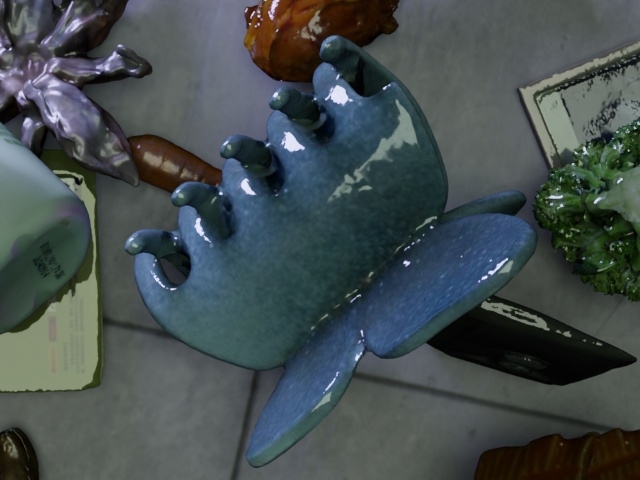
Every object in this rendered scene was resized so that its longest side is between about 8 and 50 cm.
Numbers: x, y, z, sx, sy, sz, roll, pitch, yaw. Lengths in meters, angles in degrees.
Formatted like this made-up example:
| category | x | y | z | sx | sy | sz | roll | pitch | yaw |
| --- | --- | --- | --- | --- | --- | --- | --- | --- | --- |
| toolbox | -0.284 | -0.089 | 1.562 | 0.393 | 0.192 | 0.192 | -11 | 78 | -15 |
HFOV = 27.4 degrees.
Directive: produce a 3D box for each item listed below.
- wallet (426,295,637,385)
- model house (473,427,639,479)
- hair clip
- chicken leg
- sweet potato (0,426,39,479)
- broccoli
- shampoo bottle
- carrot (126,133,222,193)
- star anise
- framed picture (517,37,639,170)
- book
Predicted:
| category | x | y | z | sx | sy | sz | roll | pitch | yaw |
| --- | --- | --- | --- | --- | --- | --- | --- | --- | --- |
| wallet | 0.183 | 0.095 | 1.228 | 0.168 | 0.245 | 0.052 | 22 | 81 | -3 |
| model house | 0.226 | 0.288 | 1.233 | 0.199 | 0.229 | 0.220 | -3 | 88 | 11 |
| hair clip | 0.000 | 0.000 | 1.181 | 0.318 | 0.392 | 0.238 | -43 | 91 | 12 |
| chicken leg | 0.061 | -0.257 | 1.307 | 0.304 | 0.093 | 0.113 | -30 | 81 | -10 |
| sweet potato | -0.262 | 0.294 | 1.274 | 0.081 | 0.062 | 0.233 | -35 | 89 | -21 |
| broccoli | 0.310 | -0.031 | 1.279 | 0.195 | 0.156 | 0.195 | -7 | 72 | 23 |
| shampoo bottle | -0.371 | -0.083 | 1.175 | 0.151 | 0.222 | 0.349 | -43 | 76 | -15 |
| carrot | -0.096 | -0.051 | 1.307 | 0.216 | 0.048 | 0.048 | 22 | 87 | -10 |
| star anise | -0.260 | -0.181 | 1.256 | 0.198 | 0.110 | 0.258 | 2 | 81 | 6 |
| framed picture | 0.366 | -0.115 | 1.364 | 0.281 | 0.019 | 0.209 | -24 | 92 | -5 |
| book | -0.389 | 0.031 | 1.276 | 0.352 | 0.035 | 0.239 | -1 | 86 | -5 |
